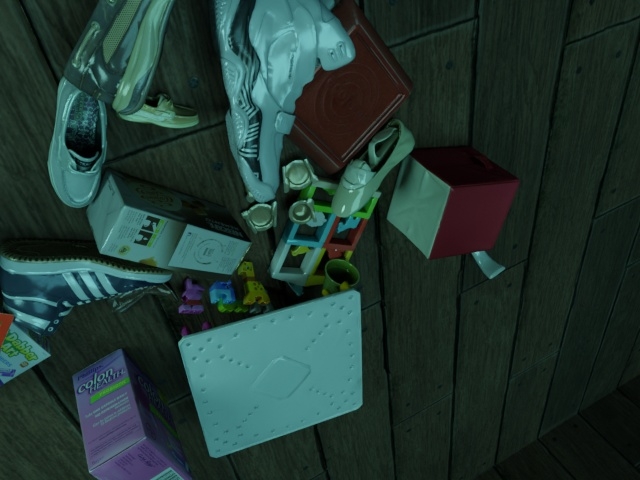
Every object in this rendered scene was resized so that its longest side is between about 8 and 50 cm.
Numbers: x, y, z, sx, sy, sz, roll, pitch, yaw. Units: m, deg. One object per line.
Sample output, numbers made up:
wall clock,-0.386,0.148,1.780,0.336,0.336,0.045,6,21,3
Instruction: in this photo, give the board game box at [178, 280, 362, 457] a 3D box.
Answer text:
board game box,-0.094,0.297,1.248,0.389,0.050,0.390,-14,126,-15

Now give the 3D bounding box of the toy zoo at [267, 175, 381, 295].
toy zoo,0.000,0.000,1.239,0.192,0.030,0.293,6,119,-36

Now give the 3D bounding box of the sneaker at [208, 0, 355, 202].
sneaker,-0.053,-0.246,0.900,0.210,0.137,0.366,-12,116,-12

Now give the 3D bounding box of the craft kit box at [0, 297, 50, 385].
craft kit box,-0.650,0.184,0.942,0.246,0.061,0.250,-34,135,-10

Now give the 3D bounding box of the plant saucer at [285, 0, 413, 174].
plant saucer,0.044,-0.274,1.051,0.259,0.048,0.258,-47,135,5

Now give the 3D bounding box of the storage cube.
storage cube,0.294,-0.093,1.253,0.193,0.184,0.215,-8,127,-26

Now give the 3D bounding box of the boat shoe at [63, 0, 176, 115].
boat shoe,-0.250,-0.352,0.731,0.130,0.132,0.356,17,97,-22

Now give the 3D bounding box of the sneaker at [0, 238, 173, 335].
sneaker,-0.417,0.087,0.984,0.282,0.099,0.153,6,114,-28

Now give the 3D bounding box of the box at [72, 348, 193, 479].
box,-0.386,0.389,1.132,0.117,0.243,0.214,-30,133,-10

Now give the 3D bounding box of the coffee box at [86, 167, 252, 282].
coffee box,-0.265,-0.022,0.973,0.246,0.141,0.098,19,111,-40

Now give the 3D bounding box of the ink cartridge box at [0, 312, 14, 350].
ink cartridge box,-0.630,0.207,0.884,0.189,0.066,0.232,17,120,-37

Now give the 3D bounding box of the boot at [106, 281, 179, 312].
boot,-0.354,0.116,1.092,0.114,0.037,0.106,-38,122,-7

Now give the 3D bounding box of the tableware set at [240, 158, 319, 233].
tableware set,-0.081,-0.086,1.106,0.168,0.020,0.141,-14,123,-8

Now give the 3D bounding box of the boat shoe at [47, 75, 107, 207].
boat shoe,-0.375,-0.142,0.852,0.079,0.081,0.228,-3,124,-31

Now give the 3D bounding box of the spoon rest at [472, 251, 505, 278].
spoon rest,0.419,-0.024,1.473,0.137,0.084,0.277,-32,121,-10

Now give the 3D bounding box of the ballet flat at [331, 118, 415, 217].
ballet flat,0.100,-0.157,1.130,0.248,0.086,0.086,-49,137,-18

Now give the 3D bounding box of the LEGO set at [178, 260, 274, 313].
LEGO set,-0.183,0.097,1.166,0.227,0.093,0.087,8,149,-42

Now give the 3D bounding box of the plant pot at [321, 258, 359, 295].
plant pot,0.038,0.099,1.269,0.083,0.083,0.079,-5,137,-30

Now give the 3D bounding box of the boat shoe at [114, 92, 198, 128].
boat shoe,-0.261,-0.215,0.894,0.135,0.050,0.045,-2,129,-32
